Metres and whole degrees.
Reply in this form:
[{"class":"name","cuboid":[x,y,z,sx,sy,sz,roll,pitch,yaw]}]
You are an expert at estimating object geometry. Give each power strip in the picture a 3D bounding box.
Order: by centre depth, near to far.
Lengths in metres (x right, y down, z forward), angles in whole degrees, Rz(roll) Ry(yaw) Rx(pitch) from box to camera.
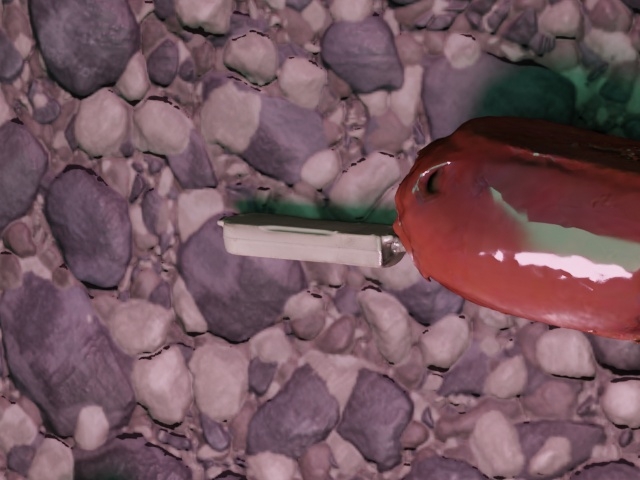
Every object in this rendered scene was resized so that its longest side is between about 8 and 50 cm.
[{"class":"power strip","cuboid":[0.000,0.000,1.552,0.191,0.047,0.030,6,104,26]}]

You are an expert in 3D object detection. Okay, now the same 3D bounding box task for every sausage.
[{"class":"sausage","cuboid":[0.189,-0.007,1.403,0.280,0.152,0.152,12,103,22]}]
